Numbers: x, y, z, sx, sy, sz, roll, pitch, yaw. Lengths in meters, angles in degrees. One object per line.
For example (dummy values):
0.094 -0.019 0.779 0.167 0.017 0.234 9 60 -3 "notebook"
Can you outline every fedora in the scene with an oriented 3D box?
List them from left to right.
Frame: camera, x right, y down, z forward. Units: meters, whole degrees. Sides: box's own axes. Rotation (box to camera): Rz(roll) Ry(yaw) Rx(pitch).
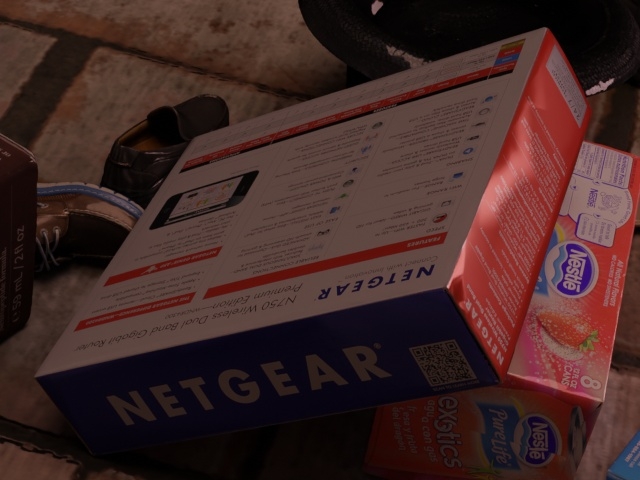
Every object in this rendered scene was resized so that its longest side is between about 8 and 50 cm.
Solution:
0.128 -0.162 1.386 0.334 0.152 0.334 10 36 -7 "fedora"

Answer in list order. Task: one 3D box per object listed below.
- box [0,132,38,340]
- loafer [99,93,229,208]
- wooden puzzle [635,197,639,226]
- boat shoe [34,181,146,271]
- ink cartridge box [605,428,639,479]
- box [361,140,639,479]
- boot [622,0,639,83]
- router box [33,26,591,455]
-0.332 0.009 1.064 0.167 0.168 0.203 30 44 21 "box"
-0.130 -0.091 1.313 0.062 0.061 0.170 23 40 15 "loafer"
0.287 -0.031 1.380 0.116 0.014 0.078 5 36 -8 "wooden puzzle"
-0.224 -0.007 1.198 0.183 0.066 0.066 9 43 13 "boat shoe"
0.311 0.188 1.050 0.191 0.082 0.139 23 41 27 "ink cartridge box"
0.147 0.050 1.148 0.154 0.142 0.300 16 40 6 "box"
0.454 -0.217 1.578 0.338 0.118 0.223 32 40 7 "boot"
0.000 0.000 1.070 0.335 0.082 0.301 -14 31 32 "router box"
